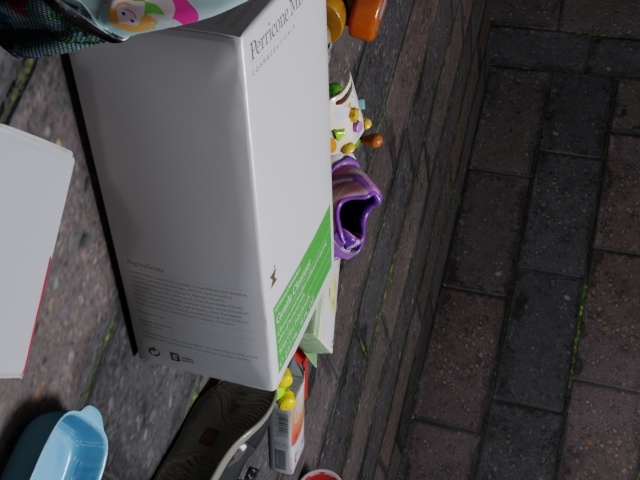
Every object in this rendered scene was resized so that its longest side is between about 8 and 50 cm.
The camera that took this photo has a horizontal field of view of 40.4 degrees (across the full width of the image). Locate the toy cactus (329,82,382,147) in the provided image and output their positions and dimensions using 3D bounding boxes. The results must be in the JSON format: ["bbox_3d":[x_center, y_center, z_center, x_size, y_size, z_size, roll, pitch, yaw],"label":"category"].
[{"bbox_3d":[-0.003,-0.114,1.202,0.180,0.112,0.219,8,101,-65],"label":"toy cactus"}]

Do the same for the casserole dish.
[{"bbox_3d":[-0.225,0.218,0.682,0.114,0.037,0.188,72,31,-60],"label":"casserole dish"}]

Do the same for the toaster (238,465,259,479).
[{"bbox_3d":[-0.094,0.419,1.120,0.146,0.129,0.227,-60,157,-47],"label":"toaster"}]

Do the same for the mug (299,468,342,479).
[{"bbox_3d":[0.013,0.512,1.602,0.169,0.113,0.150,74,16,-52],"label":"mug"}]

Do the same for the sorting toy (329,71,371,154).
[{"bbox_3d":[0.023,-0.140,0.937,0.083,0.045,0.075,-57,156,-28],"label":"sorting toy"}]

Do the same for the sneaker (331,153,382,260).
[{"bbox_3d":[0.000,0.000,1.126,0.095,0.104,0.236,14,110,-55],"label":"sneaker"}]

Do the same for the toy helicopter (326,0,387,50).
[{"bbox_3d":[-0.036,-0.149,0.984,0.235,0.140,0.355,-69,175,-57],"label":"toy helicopter"}]

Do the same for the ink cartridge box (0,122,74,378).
[{"bbox_3d":[-0.203,-0.005,0.402,0.063,0.150,0.109,24,76,-71],"label":"ink cartridge box"}]

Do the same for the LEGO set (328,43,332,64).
[{"bbox_3d":[-0.004,-0.328,1.176,0.182,0.060,0.244,-60,160,-77],"label":"LEGO set"}]

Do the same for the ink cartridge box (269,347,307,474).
[{"bbox_3d":[-0.034,0.263,1.405,0.179,0.045,0.145,-56,152,-52],"label":"ink cartridge box"}]

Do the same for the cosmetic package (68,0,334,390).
[{"bbox_3d":[-0.088,-0.066,0.781,0.197,0.155,0.365,-63,158,-46],"label":"cosmetic package"}]

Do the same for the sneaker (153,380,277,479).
[{"bbox_3d":[-0.124,0.261,1.024,0.222,0.083,0.118,-49,152,-45],"label":"sneaker"}]

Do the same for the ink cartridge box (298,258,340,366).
[{"bbox_3d":[0.000,0.095,1.363,0.235,0.056,0.171,58,36,-66],"label":"ink cartridge box"}]

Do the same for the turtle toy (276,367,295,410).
[{"bbox_3d":[-0.077,0.161,1.121,0.130,0.066,0.095,84,-13,-45],"label":"turtle toy"}]

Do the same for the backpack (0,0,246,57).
[{"bbox_3d":[-0.106,-0.219,0.432,0.191,0.253,0.225,34,67,-52],"label":"backpack"}]
